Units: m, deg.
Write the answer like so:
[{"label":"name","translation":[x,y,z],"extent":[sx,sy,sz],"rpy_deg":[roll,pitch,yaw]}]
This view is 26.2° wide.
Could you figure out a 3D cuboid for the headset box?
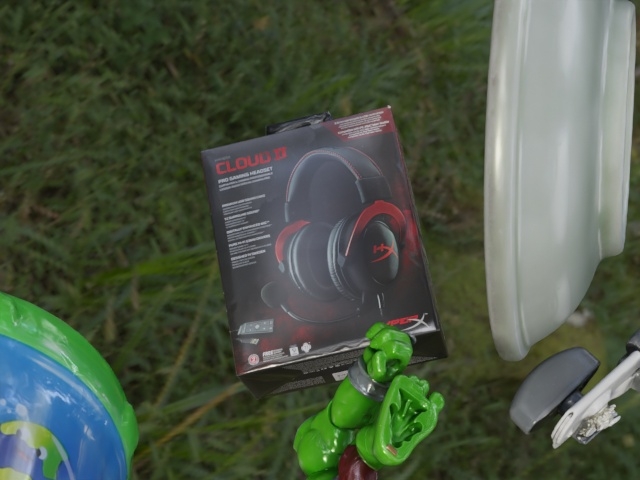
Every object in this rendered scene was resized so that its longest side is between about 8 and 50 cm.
[{"label":"headset box","translation":[0.000,0.000,1.482],"extent":[0.110,0.218,0.293],"rpy_deg":[65,13,-67]}]

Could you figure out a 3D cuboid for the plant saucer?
[{"label":"plant saucer","translation":[0.210,-0.096,1.158],"extent":[0.400,0.100,0.400],"rpy_deg":[2,90,-76]}]

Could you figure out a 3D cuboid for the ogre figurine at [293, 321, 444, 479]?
[{"label":"ogre figurine","translation":[0.029,0.161,0.849],"extent":[0.097,0.118,0.197],"rpy_deg":[-13,76,-41]}]

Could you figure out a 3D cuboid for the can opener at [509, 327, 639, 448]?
[{"label":"can opener","translation":[0.303,0.099,1.308],"extent":[0.280,0.074,0.093],"rpy_deg":[-33,65,-24]}]

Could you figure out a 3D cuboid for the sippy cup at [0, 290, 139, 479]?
[{"label":"sippy cup","translation":[-0.217,0.176,0.717],"extent":[0.305,0.240,0.224],"rpy_deg":[13,35,-15]}]
